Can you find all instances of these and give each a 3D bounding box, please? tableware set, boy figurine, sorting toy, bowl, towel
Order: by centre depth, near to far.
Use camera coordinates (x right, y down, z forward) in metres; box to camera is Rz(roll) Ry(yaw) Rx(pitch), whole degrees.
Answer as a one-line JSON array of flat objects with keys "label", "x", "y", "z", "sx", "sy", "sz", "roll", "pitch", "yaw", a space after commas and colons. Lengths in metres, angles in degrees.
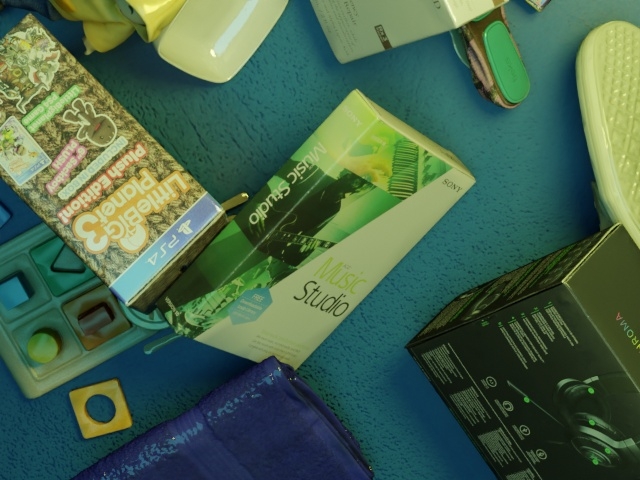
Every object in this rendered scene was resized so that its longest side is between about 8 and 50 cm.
[{"label": "boy figurine", "x": -0.260, "y": -0.266, "z": 1.764, "sx": 0.285, "sy": 0.092, "sz": 0.177, "roll": 15, "pitch": 144, "yaw": 29}, {"label": "bowl", "x": -0.117, "y": -0.254, "z": 1.805, "sx": 0.142, "sy": 0.142, "sz": 0.053, "roll": -52, "pitch": 55, "yaw": 13}, {"label": "tableware set", "x": -0.142, "y": 0.039, "z": 1.891, "sx": 0.194, "sy": 0.039, "sz": 0.128, "roll": -25, "pitch": 85, "yaw": -8}, {"label": "towel", "x": -0.119, "y": 0.274, "z": 1.906, "sx": 0.308, "sy": 0.076, "sz": 0.227, "roll": -32, "pitch": 122, "yaw": 8}, {"label": "sorting toy", "x": -0.312, "y": 0.076, "z": 1.922, "sx": 0.196, "sy": 0.047, "sz": 0.348, "roll": -28, "pitch": 99, "yaw": 10}]

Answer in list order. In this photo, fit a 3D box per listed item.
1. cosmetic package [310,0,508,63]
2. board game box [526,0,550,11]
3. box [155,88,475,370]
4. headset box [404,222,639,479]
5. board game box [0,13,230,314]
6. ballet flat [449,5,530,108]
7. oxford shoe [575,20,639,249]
[{"label": "cosmetic package", "x": 0.085, "y": -0.269, "z": 1.727, "sx": 0.085, "sy": 0.231, "sz": 0.117, "roll": -30, "pitch": 100, "yaw": -27}, {"label": "board game box", "x": 0.223, "y": -0.358, "z": 1.787, "sx": 0.170, "sy": 0.048, "sz": 0.141, "roll": 40, "pitch": 104, "yaw": -5}, {"label": "box", "x": 0.000, "y": 0.000, "z": 1.797, "sx": 0.322, "sy": 0.232, "sz": 0.058, "roll": -48, "pitch": 56, "yaw": 12}, {"label": "headset box", "x": 0.278, "y": 0.143, "z": 1.769, "sx": 0.246, "sy": 0.131, "sz": 0.283, "roll": 54, "pitch": 140, "yaw": -5}, {"label": "board game box", "x": -0.246, "y": -0.073, "z": 1.758, "sx": 0.141, "sy": 0.232, "sz": 0.291, "roll": -44, "pitch": 87, "yaw": -4}, {"label": "ballet flat", "x": 0.167, "y": -0.245, "z": 1.786, "sx": 0.077, "sy": 0.079, "sz": 0.221, "roll": -38, "pitch": 121, "yaw": -31}, {"label": "oxford shoe", "x": 0.364, "y": -0.020, "z": 1.806, "sx": 0.169, "sy": 0.130, "sz": 0.449, "roll": -26, "pitch": 100, "yaw": -31}]
